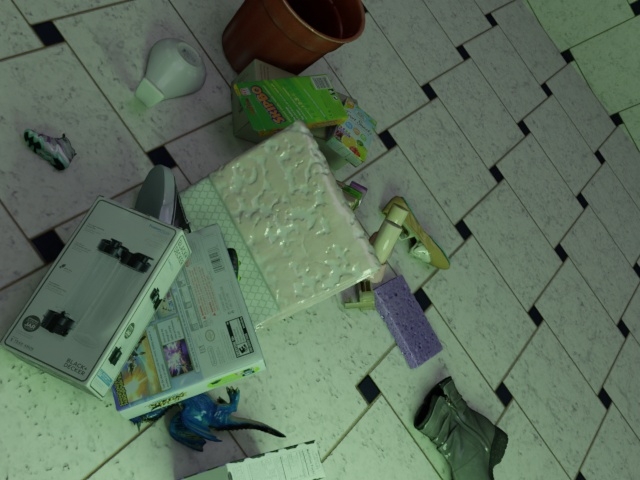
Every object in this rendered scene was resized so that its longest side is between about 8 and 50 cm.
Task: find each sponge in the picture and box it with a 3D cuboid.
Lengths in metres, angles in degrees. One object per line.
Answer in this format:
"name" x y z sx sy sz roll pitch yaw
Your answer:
"sponge" 0.205 0.193 1.843 0.117 0.031 0.210 -25 85 -47

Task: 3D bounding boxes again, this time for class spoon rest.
"spoon rest" -0.331 -0.357 1.667 0.137 0.084 0.276 45 31 -14

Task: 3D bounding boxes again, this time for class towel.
"towel" -0.093 -0.019 1.507 0.332 0.317 0.053 62 7 2

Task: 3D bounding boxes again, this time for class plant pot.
"plant pot" -0.082 -0.511 1.831 0.272 0.265 0.272 21 54 -32

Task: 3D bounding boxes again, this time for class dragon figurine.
"dragon figurine" -0.210 0.315 1.354 0.289 0.085 0.144 39 48 -12

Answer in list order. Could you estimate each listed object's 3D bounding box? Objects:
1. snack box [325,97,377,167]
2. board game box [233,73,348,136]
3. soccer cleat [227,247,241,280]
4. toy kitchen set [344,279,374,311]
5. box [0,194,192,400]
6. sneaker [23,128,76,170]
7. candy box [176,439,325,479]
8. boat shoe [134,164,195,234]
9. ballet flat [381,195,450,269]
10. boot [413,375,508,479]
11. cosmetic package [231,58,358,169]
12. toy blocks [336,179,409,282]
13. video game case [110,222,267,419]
"snack box" 0.073 -0.256 1.823 0.100 0.037 0.141 37 49 -22
"board game box" -0.067 -0.302 1.711 0.259 0.039 0.124 -14 71 -38
"soccer cleat" -0.202 0.097 1.459 0.072 0.060 0.179 15 93 -37
"toy kitchen set" 0.086 0.116 1.759 0.068 0.083 0.075 -6 63 1
"box" -0.352 0.087 1.244 0.169 0.087 0.290 21 67 13
"sneaker" -0.497 -0.183 1.432 0.098 0.038 0.069 47 41 -24
"candy box" -0.119 0.409 1.325 0.196 0.165 0.070 -2 69 -43
"boat shoe" -0.282 0.009 1.455 0.105 0.113 0.306 14 60 -41
"ballet flat" 0.238 -0.005 1.975 0.073 0.080 0.232 -37 90 -19
"boot" 0.286 0.476 1.706 0.222 0.118 0.338 44 33 -9
"cosmetic package" -0.054 -0.294 1.840 0.309 0.113 0.160 13 59 -36
"toy blocks" 0.000 0.000 1.669 0.309 0.260 0.288 28 15 4
"video game case" -0.247 0.131 1.298 0.244 0.061 0.270 -18 64 -7
